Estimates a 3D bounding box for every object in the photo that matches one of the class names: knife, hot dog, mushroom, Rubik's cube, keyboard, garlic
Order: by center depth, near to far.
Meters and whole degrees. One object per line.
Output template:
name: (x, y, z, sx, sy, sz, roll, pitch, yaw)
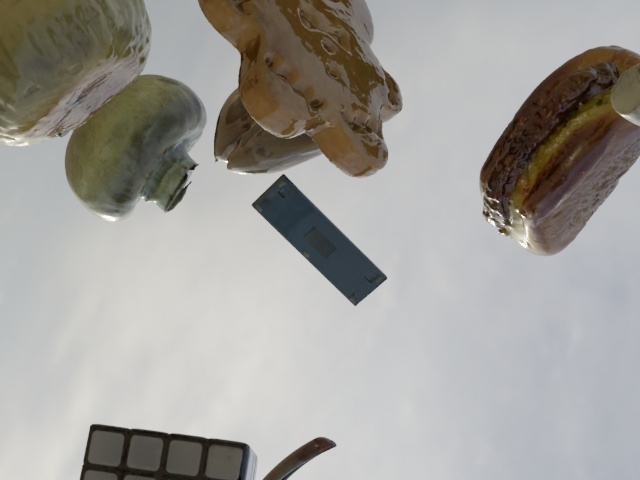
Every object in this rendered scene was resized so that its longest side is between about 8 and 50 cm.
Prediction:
keyboard: (0.000, 0.000, 1.263, 0.055, 0.176, 0.014, -43, -168, 13)
mushroom: (0.507, -0.195, 1.465, 0.081, 0.223, 0.092, 180, -92, -68)
knife: (-0.073, 0.409, 1.786, 0.278, 0.053, 0.123, -51, 162, 28)
garlic: (-0.049, -0.242, 1.862, 0.325, 0.132, 0.279, -10, -142, 19)
hot dog: (0.420, -0.153, 1.867, 0.185, 0.223, 0.405, 49, -60, 28)
mushroom: (-0.381, -0.193, 2.263, 0.352, 0.260, 0.352, -53, -179, 1)
Rubik's cube: (-0.325, 0.585, 2.273, 0.344, 0.344, 0.337, 88, 9, -74)

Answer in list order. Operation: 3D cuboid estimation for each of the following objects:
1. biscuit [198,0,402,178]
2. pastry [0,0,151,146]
biscuit: (-0.013, -0.231, 1.160, 0.052, 0.275, 0.354, -36, -139, 33)
pastry: (-0.471, -0.337, 1.724, 0.389, 0.312, 0.388, -36, 180, 0)
